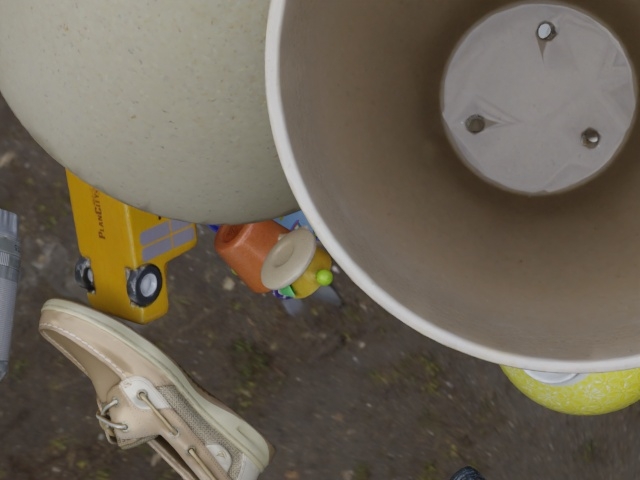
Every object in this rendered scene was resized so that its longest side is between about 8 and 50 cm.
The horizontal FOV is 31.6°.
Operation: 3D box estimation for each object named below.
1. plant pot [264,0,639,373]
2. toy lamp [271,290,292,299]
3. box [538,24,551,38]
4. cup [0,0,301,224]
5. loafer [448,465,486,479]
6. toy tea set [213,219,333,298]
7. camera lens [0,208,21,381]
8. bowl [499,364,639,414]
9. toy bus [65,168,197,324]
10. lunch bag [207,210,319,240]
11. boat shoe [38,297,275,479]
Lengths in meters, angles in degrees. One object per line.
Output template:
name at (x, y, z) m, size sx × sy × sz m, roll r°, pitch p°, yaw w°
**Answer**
plant pot at (0.120, -0.081, 0.594) m, size 0.256 × 0.274 × 0.257 m, roll 0°, pitch 94°, yaw 7°
toy lamp at (-0.047, -0.017, 1.950) m, size 0.080 × 0.275 × 0.080 m, roll 6°, pitch 35°, yaw -4°
box at (0.318, -0.325, 1.314) m, size 0.119 × 0.182 × 0.181 m, roll 16°, pitch 58°, yaw 5°
cup at (-0.051, -0.205, 0.761) m, size 0.331 × 0.237 × 0.331 m, roll 8°, pitch 68°, yaw -19°
loafer at (0.224, 0.354, 1.473) m, size 0.062 × 0.170 × 0.061 m, roll -47°, pitch 44°, yaw 6°
toy tea set at (0.000, 0.000, 1.421) m, size 0.200 × 0.124 × 0.336 m, roll -52°, pitch 31°, yaw -6°
camera lens at (-0.574, 0.088, 1.715) m, size 0.219 × 0.219 × 0.274 m, roll 1°, pitch 80°, yaw 15°
bowl at (0.367, 0.139, 1.690) m, size 0.289 × 0.156 × 0.290 m, roll 6°, pitch 102°, yaw 30°
toy bus at (-0.232, -0.073, 1.366) m, size 0.108 × 0.130 × 0.333 m, roll 12°, pitch 117°, yaw 35°
lunch bag at (-0.067, -0.094, 1.667) m, size 0.138 × 0.293 × 0.221 m, roll -1°, pitch 53°, yaw 47°
boat shoe at (-0.212, 0.200, 1.367) m, size 0.341 × 0.121 × 0.110 m, roll 39°, pitch 67°, yaw -9°
